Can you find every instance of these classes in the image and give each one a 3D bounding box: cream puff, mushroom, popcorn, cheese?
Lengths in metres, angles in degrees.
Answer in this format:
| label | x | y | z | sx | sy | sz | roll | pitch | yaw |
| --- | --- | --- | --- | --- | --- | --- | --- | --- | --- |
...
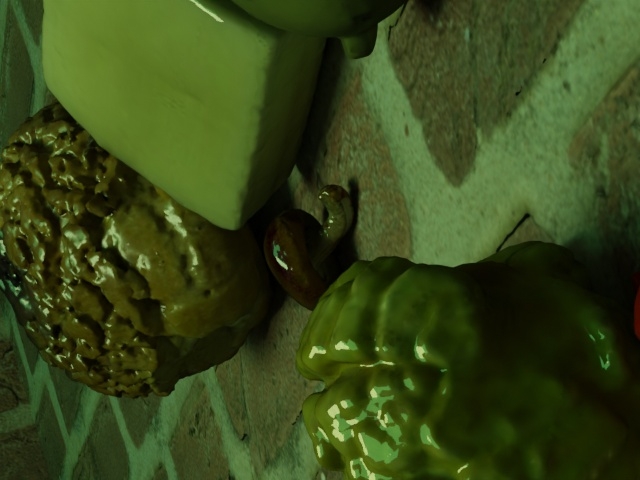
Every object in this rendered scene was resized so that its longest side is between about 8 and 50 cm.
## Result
| label | x | y | z | sx | sy | sz | roll | pitch | yaw |
| --- | --- | --- | --- | --- | --- | --- | --- | --- | --- |
| cream puff | -0.201 | 0.015 | 1.523 | 0.343 | 0.231 | 0.327 | 32 | 147 | 61 |
| mushroom | -0.011 | -0.001 | 1.309 | 0.088 | 0.073 | 0.129 | -74 | -6 | -51 |
| popcorn | 0.102 | 0.099 | 0.908 | 0.203 | 0.226 | 0.200 | 14 | -105 | -75 |
| cheese | -0.118 | -0.172 | 1.292 | 0.242 | 0.124 | 0.265 | 34 | 147 | 13 |

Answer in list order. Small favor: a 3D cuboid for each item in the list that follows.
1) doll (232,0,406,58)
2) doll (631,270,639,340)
| label | x | y | z | sx | sy | sz | roll | pitch | yaw |
| --- | --- | --- | --- | --- | --- | --- | --- | --- | --- |
| doll | -0.017 | -0.257 | 1.026 | 0.177 | 0.161 | 0.260 | 75 | 178 | -74 |
| doll | 0.198 | 0.064 | 0.793 | 0.109 | 0.057 | 0.169 | 75 | -179 | -61 |
